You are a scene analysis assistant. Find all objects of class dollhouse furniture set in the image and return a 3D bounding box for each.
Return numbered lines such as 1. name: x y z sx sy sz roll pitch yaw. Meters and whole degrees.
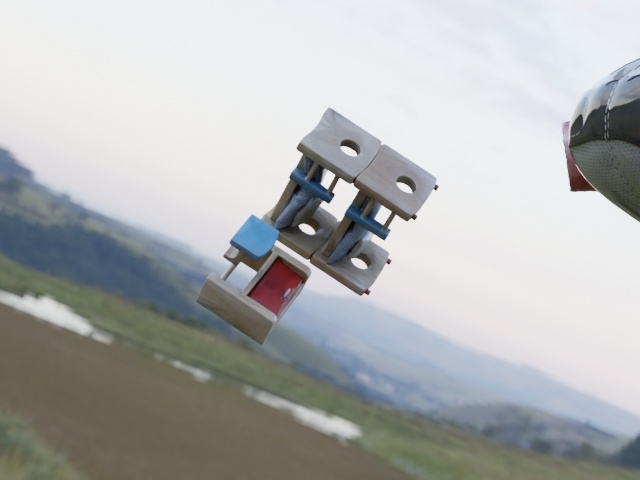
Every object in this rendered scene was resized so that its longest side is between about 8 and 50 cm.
1. dollhouse furniture set: 0.000 0.000 1.357 0.129 0.183 0.129 33 -45 4

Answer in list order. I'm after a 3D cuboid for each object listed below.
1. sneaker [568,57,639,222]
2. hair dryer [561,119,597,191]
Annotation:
1. sneaker: 0.206 -0.017 0.553 0.272 0.100 0.108 21 -10 -35
2. hair dryer: 0.256 -0.010 0.770 0.294 0.223 0.080 21 40 -19
